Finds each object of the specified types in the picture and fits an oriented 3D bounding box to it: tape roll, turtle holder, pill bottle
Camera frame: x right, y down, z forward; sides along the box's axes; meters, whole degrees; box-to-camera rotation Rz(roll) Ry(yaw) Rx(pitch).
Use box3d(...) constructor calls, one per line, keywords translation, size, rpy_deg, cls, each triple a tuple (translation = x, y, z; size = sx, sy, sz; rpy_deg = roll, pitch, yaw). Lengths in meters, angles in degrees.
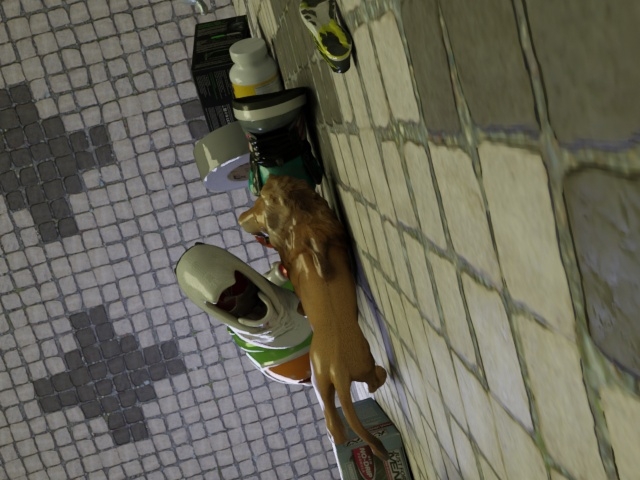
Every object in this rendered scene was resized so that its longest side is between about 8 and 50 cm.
box3d(translation=(-0.148, -0.177, 1.434), size=(0.219, 0.219, 0.072), rpy_deg=(93, 159, -79), cls="tape roll")
box3d(translation=(-0.058, 0.162, 1.468), size=(0.227, 0.243, 0.320), rpy_deg=(57, 175, -26), cls="turtle holder")
box3d(translation=(-0.130, -0.320, 1.445), size=(0.103, 0.103, 0.184), rpy_deg=(-111, 5, -51), cls="pill bottle")

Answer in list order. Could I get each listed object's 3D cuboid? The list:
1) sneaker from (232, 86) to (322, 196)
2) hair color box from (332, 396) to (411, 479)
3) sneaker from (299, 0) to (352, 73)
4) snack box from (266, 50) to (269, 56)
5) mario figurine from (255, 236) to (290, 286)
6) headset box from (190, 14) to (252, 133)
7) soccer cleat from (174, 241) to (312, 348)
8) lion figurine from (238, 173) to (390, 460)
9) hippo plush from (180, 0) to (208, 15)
box3d(translation=(-0.066, -0.136, 1.067), size=(0.295, 0.124, 0.178), rpy_deg=(-82, -18, -79), cls="sneaker")
box3d(translation=(0.091, 0.421, 1.284), size=(0.374, 0.114, 0.185), rpy_deg=(127, 127, -85), cls="hair color box")
box3d(translation=(0.004, -0.174, 0.587), size=(0.035, 0.031, 0.083), rpy_deg=(78, 174, -59), cls="sneaker")
box3d(translation=(-0.117, -0.355, 1.613), size=(0.141, 0.037, 0.100), rpy_deg=(79, 176, -55), cls="snack box")
box3d(translation=(-0.073, -0.012, 1.271), size=(0.170, 0.198, 0.320), rpy_deg=(37, 180, -16), cls="mario figurine")
box3d(translation=(-0.209, -0.365, 1.648), size=(0.283, 0.131, 0.246), rpy_deg=(-100, -1, -51), cls="headset box")
box3d(translation=(-0.099, 0.119, 1.120), size=(0.143, 0.116, 0.331), rpy_deg=(34, 177, 44), cls="soccer cleat")
box3d(translation=(0.011, 0.099, 0.984), size=(0.240, 0.142, 0.392), rpy_deg=(75, 171, -55), cls="lion figurine")
box3d(translation=(-0.236, -0.490, 1.200), size=(0.234, 0.294, 0.236), rpy_deg=(67, -170, 27), cls="hippo plush")
